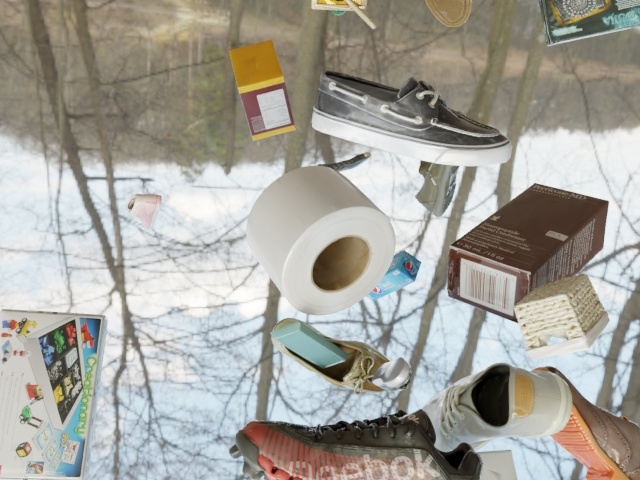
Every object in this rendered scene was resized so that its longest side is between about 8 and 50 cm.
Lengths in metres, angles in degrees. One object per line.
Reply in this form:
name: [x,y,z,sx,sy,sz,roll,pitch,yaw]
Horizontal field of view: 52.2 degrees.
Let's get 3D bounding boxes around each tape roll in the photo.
tape roll: [0.000,0.000,1.263,0.246,0.246,0.169,-5,-145,-30]

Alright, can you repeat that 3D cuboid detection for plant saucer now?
plant saucer: [-0.017,0.206,1.262,0.067,0.018,0.192,-23,144,21]

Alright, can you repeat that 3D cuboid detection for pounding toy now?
pounding toy: [0.048,-0.501,1.300,0.130,0.141,0.100,2,-157,0]

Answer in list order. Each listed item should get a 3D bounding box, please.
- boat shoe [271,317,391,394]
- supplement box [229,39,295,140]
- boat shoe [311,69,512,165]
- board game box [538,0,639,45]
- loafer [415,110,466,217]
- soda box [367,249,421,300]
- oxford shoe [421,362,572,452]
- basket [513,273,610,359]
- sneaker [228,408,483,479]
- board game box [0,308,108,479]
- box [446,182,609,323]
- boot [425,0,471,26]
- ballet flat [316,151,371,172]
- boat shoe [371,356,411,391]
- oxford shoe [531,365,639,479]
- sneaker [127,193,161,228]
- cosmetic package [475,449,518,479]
boat shoe: [0.034,0.249,1.334,0.285,0.104,0.089,22,-176,-14]
supplement box: [-0.166,-0.431,1.880,0.129,0.194,0.191,-15,-131,-2]
boat shoe: [0.135,-0.187,0.959,0.301,0.102,0.108,17,-152,17]
board game box: [0.518,-0.454,1.250,0.186,0.126,0.026,-11,-176,4]
loafer: [0.248,-0.163,1.390,0.087,0.251,0.094,24,-139,21]
soda box: [0.192,0.103,1.860,0.067,0.071,0.210,35,147,-15]
oxford shoe: [0.307,0.340,1.329,0.130,0.169,0.449,16,154,-18]
basket: [0.436,0.134,1.184,0.113,0.103,0.167,-21,179,37]
sneaker: [0.048,0.227,0.686,0.276,0.135,0.097,20,177,-2]
board game box: [-0.518,0.287,1.225,0.193,0.305,0.053,5,163,-8]
box: [0.465,0.016,1.445,0.191,0.143,0.381,20,-143,38]
boot: [0.198,-0.449,1.035,0.073,0.197,0.152,-12,-154,25]
ballet flat: [0.071,-0.237,1.982,0.173,0.049,0.057,-20,169,-2]
boat shoe: [0.119,0.214,1.021,0.040,0.049,0.142,36,164,0]
oxford shoe: [0.577,0.397,1.376,0.133,0.363,0.130,-36,-178,-20]
sneaker: [-0.407,-0.069,1.491,0.070,0.051,0.134,4,156,-22]
cosmetic package: [0.158,0.467,1.169,0.284,0.377,0.097,0,-120,-4]
